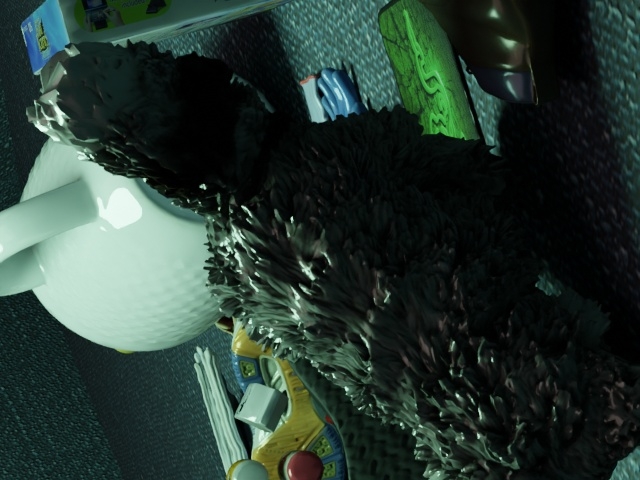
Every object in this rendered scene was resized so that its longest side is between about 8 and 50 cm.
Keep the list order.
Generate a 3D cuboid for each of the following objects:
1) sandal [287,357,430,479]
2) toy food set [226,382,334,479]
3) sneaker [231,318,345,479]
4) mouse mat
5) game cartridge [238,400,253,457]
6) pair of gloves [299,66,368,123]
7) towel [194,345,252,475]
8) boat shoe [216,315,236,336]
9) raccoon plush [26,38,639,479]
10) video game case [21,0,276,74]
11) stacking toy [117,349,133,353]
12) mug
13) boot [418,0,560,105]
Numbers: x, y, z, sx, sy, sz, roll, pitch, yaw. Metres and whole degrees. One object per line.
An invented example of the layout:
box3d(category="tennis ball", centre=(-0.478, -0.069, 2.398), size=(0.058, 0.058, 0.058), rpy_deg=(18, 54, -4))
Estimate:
box3d(category="sandal", centre=(0.095, 0.174, 1.585), size=(0.107, 0.167, 0.446), rpy_deg=(52, -173, -35))
box3d(category="toy food set", centre=(-0.012, 0.166, 1.905), size=(0.232, 0.111, 0.104), rpy_deg=(-65, 10, -11))
box3d(category="sneaker", centre=(-0.036, 0.189, 2.151), size=(0.131, 0.112, 0.296), rpy_deg=(-98, 1, -62))
box3d(category="mouse mat", centre=(0.093, -0.110, 1.494), size=(0.152, 0.007, 0.190), rpy_deg=(159, 92, -75))
box3d(category="game cartridge", centre=(-0.027, 0.336, 2.330), size=(0.196, 0.060, 0.294), rpy_deg=(164, 89, -72))
box3d(category="pair of gloves", centre=(0.018, -0.085, 1.758), size=(0.198, 0.023, 0.159), rpy_deg=(-177, 71, -73))
box3d(category="towel", centre=(-0.110, 0.280, 2.471), size=(0.285, 0.034, 0.209), rpy_deg=(75, 178, -65))
box3d(category="boat shoe", centre=(-0.109, 0.090, 2.332), size=(0.170, 0.059, 0.063), rpy_deg=(-125, 23, -49))
box3d(category="raccoon plush", centre=(0.018, 0.056, 1.250), size=(0.216, 0.446, 0.299), rpy_deg=(-63, 36, 22))
box3d(category="video game case", centre=(-0.149, -0.227, 1.770), size=(0.269, 0.244, 0.061), rpy_deg=(-178, 73, -74))
box3d(category="stacking toy", centre=(-0.191, -0.023, 2.386), size=(0.279, 0.130, 0.309), rpy_deg=(0, -106, -63))
box3d(category="mug", centre=(-0.206, -0.033, 1.952), size=(0.276, 0.374, 0.328), rpy_deg=(66, 157, 8))
box3d(category="boot", centre=(0.099, -0.152, 1.278), size=(0.219, 0.082, 0.106), rpy_deg=(-158, 55, -69))
